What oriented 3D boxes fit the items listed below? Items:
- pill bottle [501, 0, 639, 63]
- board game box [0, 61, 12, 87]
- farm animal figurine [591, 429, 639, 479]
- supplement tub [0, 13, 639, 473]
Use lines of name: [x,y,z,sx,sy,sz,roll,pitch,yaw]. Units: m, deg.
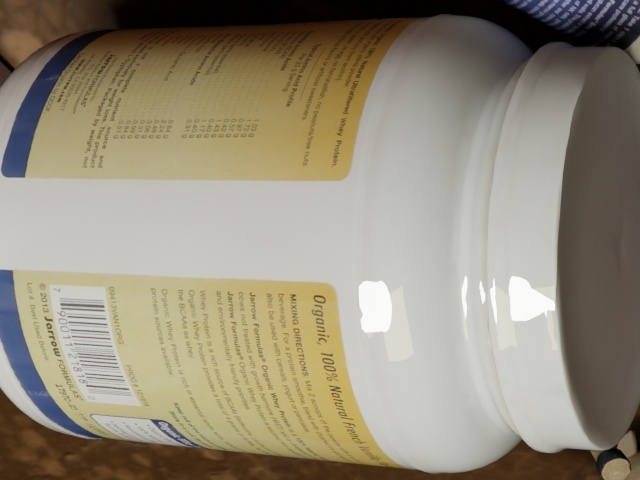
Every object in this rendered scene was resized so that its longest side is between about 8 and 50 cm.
pill bottle: [0.141,-0.145,0.758,0.169,0.094,0.094,26,131,-10]
board game box: [-0.344,-0.136,0.901,0.193,0.053,0.305,-26,120,31]
farm animal figurine: [0.231,0.148,0.956,0.327,0.172,0.330,-17,117,10]
supplement tub: [0.000,0.000,0.794,0.316,0.228,0.228,2,131,26]
